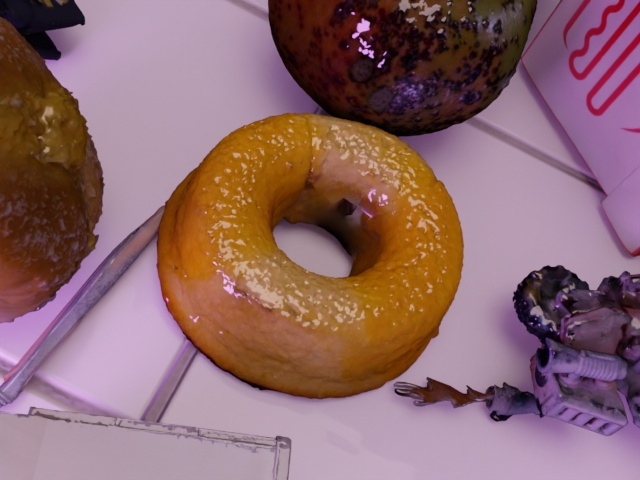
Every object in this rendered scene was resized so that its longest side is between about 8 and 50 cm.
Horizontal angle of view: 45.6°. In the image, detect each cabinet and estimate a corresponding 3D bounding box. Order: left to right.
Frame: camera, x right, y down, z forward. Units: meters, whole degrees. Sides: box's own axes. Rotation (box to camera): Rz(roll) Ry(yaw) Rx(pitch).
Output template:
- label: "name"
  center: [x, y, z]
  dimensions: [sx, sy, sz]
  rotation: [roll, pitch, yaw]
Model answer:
- label: "cabinet"
  center: [-0.141, 0.217, 0.565]
  dimensions: [0.206, 0.145, 0.150]
  rotation: [10, 63, -9]

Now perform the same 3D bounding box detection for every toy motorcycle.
- label: "toy motorcycle"
  center: [0.275, 0.119, 0.732]
  dimensions: [0.401, 0.134, 0.207]
  rotation: [5, 57, -13]

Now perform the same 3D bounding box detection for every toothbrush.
- label: "toothbrush"
  center: [-0.247, 0.097, 0.665]
  dimensions: [0.037, 0.028, 0.375]
  rotation: [46, 58, -19]

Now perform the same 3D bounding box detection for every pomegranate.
- label: "pomegranate"
  center: [0.102, -0.261, 0.756]
  dimensions: [0.285, 0.340, 0.285]
  rotation: [8, 66, -19]

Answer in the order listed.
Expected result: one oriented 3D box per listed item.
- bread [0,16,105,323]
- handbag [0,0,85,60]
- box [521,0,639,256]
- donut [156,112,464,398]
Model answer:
- label: "bread"
  center: [-0.269, -0.053, 0.613]
  dimensions: [0.176, 0.246, 0.195]
  rotation: [2, 53, 14]
- label: "handbag"
  center: [-0.412, -0.298, 0.701]
  dimensions: [0.329, 0.122, 0.303]
  rotation: [53, 32, 12]
- label: "box"
  center: [0.467, -0.209, 0.842]
  dimensions: [0.314, 0.312, 0.300]
  rotation: [-16, 67, -22]
- label: "donut"
  center: [0.000, 0.000, 0.727]
  dimensions: [0.303, 0.110, 0.302]
  rotation: [7, 63, -15]
